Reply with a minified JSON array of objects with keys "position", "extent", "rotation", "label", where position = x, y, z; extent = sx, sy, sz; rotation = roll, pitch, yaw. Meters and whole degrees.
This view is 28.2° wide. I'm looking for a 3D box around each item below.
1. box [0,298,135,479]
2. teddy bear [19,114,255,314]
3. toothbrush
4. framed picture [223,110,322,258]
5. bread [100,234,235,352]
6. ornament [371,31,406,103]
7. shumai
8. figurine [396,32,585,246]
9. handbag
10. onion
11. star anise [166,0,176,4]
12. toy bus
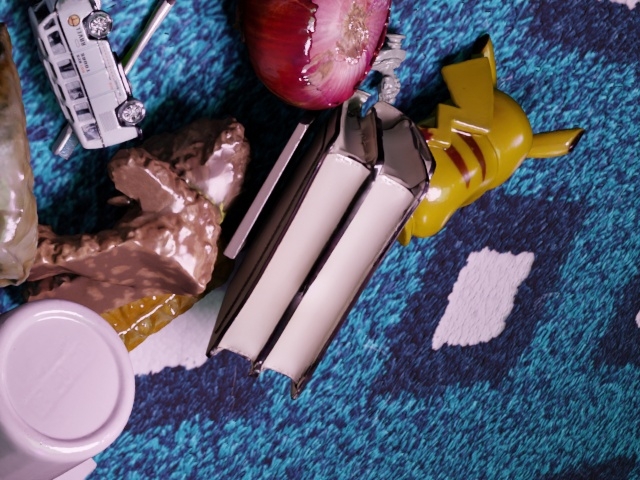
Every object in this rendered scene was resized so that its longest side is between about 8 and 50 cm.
[{"position":[-0.312,0.185,1.441],"extent":[0.291,0.206,0.262],"rotation":[14,65,-33],"label":"box"},{"position":[-0.226,-0.040,1.536],"extent":[0.296,0.222,0.246],"rotation":[-4,153,2],"label":"teddy bear"},{"position":[-0.235,-0.207,1.493],"extent":[0.026,0.022,0.263],"rotation":[33,93,-37],"label":"toothbrush"},{"position":[-0.054,-0.082,1.630],"extent":[0.192,0.018,0.265],"rotation":[-59,-179,10],"label":"framed picture"},{"position":[-0.263,0.106,1.652],"extent":[0.367,0.077,0.084],"rotation":[-36,139,-19],"label":"bread"},{"position":[0.095,-0.245,1.781],"extent":[0.068,0.041,0.092],"rotation":[-36,129,-29],"label":"ornament"},{"position":[-0.436,-0.081,1.240],"extent":[0.288,0.330,0.292],"rotation":[-8,87,-19],"label":"shumai"},{"position":[0.199,-0.145,1.869],"extent":[0.327,0.218,0.169],"rotation":[-34,178,-33],"label":"figurine"},{"position":[0.000,0.000,1.680],"extent":[0.160,0.237,0.358],"rotation":[26,113,-13],"label":"handbag"},{"position":[-0.007,-0.279,1.559],"extent":[0.248,0.161,0.248],"rotation":[-42,155,-25],"label":"onion"},{"position":[-0.144,-0.339,1.395],"extent":[0.257,0.110,0.198],"rotation":[-17,164,-6],"label":"star anise"},{"position":[-0.261,-0.195,1.414],"extent":[0.089,0.087,0.194],"rotation":[-22,126,-9],"label":"toy bus"}]
